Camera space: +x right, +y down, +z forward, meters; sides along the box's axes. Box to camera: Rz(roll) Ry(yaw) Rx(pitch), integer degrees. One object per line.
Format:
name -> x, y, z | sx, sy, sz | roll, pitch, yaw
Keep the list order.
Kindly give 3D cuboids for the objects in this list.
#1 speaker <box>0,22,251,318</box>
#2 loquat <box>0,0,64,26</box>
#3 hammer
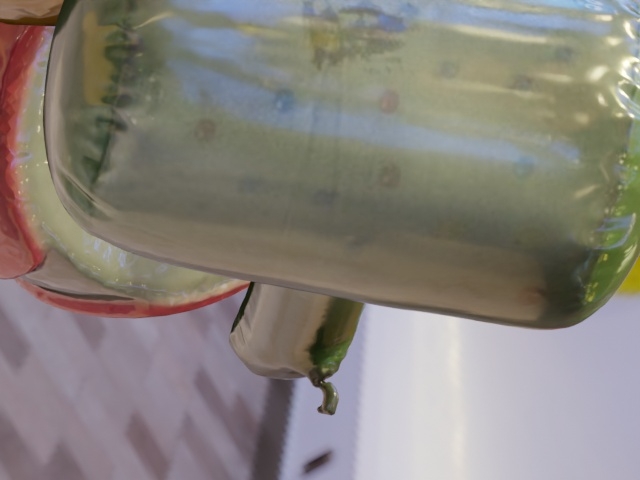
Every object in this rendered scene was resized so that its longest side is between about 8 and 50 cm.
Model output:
speaker -> -0.102, -0.109, 1.010 | 0.294, 0.294, 0.294 | 56, 12, -19
loquat -> -0.105, -0.212, 0.763 | 0.263, 0.263, 0.263 | 56, 12, -19
hammer -> 0.000, 0.000, 0.740 | 0.335, 0.206, 0.119 | 108, -7, -68
